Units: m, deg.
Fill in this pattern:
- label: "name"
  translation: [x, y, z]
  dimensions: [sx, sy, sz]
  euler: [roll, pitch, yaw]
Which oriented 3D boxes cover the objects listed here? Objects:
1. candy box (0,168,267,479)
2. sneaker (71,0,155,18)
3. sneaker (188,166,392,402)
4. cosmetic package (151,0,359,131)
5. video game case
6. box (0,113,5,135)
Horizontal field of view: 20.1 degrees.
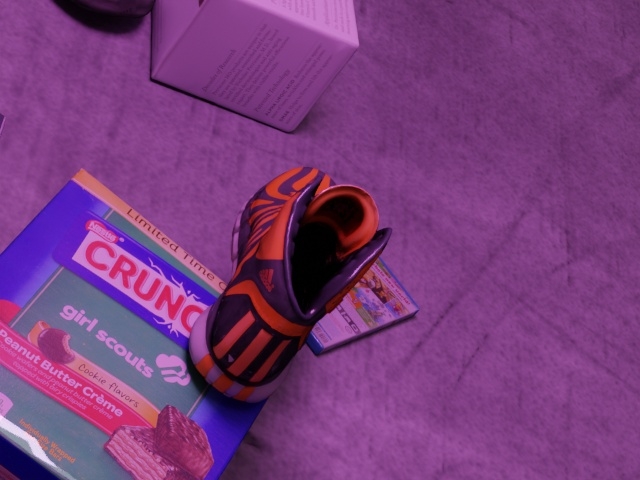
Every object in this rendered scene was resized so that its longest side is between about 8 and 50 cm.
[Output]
- label: "candy box"
  translation: [-0.195, 0.126, 1.567]
  dimensions: [0.268, 0.122, 0.317]
  euler: [38, 36, -3]
- label: "sneaker"
  translation: [-0.245, -0.476, 2.014]
  dimensions: [0.169, 0.257, 0.447]
  euler: [5, 49, -36]
- label: "sneaker"
  translation: [0.000, 0.000, 1.620]
  dimensions: [0.125, 0.180, 0.321]
  euler: [34, 34, -12]
- label: "cosmetic package"
  translation: [-0.076, -0.246, 2.011]
  dimensions: [0.184, 0.151, 0.151]
  euler: [20, 41, -24]
- label: "video game case"
  translation: [0.018, 0.051, 1.904]
  dimensions: [0.166, 0.015, 0.119]
  euler: [-18, 65, -47]
- label: "box"
  translation: [-0.382, -0.065, 1.576]
  dimensions: [0.158, 0.156, 0.093]
  euler: [25, 39, -18]
